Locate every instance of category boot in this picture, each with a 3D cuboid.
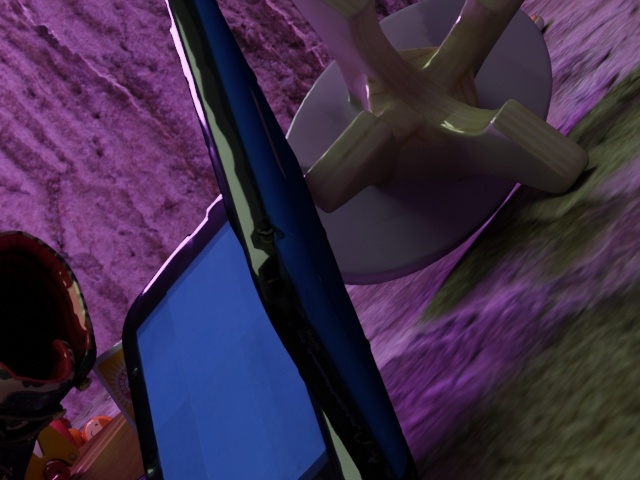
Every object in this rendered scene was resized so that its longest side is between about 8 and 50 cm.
[{"bbox_3d":[-0.289,0.199,1.040,0.284,0.138,0.377,-58,28,32],"label":"boot"}]

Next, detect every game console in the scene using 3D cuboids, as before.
[{"bbox_3d":[-0.074,0.039,0.697,0.173,0.250,0.293,-25,43,3],"label":"game console"}]

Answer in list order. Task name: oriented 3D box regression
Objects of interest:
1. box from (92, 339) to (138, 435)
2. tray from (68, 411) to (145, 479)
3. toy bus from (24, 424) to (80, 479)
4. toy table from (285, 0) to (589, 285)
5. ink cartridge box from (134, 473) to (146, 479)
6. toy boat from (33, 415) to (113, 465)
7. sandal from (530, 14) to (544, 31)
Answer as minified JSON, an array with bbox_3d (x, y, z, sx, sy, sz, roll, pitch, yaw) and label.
[{"bbox_3d":[-0.105,0.105,1.121,0.114,0.103,0.203,-35,-2,12],"label":"box"},{"bbox_3d":[-0.302,0.340,1.327,0.203,0.076,0.411,-41,7,41],"label":"tray"},{"bbox_3d":[-0.344,0.265,1.266,0.191,0.104,0.202,-47,6,5],"label":"toy bus"},{"bbox_3d":[0.075,-0.104,0.917,0.274,0.252,0.161,-61,-6,-16],"label":"toy table"},{"bbox_3d":[-0.131,0.224,1.017,0.097,0.046,0.207,-52,8,-37],"label":"ink cartridge box"},{"bbox_3d":[-0.373,0.308,1.867,0.151,0.151,0.231,-18,3,-7],"label":"toy boat"},{"bbox_3d":[0.177,-0.208,1.559,0.265,0.076,0.102,-49,6,-22],"label":"sandal"}]
